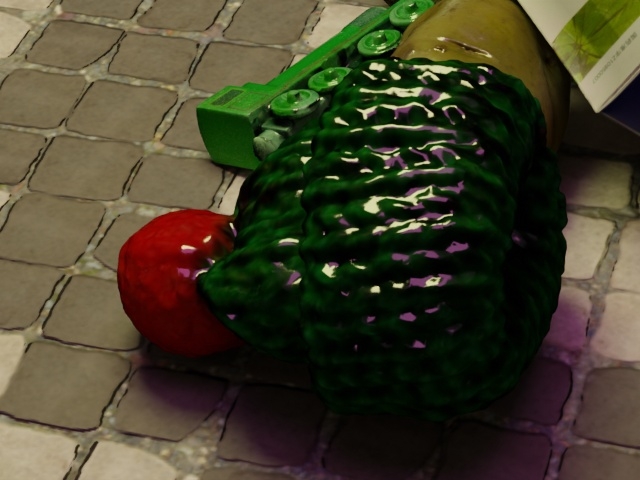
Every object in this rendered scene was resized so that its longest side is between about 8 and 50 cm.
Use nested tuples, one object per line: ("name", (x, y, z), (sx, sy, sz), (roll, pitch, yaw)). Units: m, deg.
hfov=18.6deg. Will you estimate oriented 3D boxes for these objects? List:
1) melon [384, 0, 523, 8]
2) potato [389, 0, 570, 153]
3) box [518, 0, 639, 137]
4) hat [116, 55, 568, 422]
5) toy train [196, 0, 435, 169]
("melon", (0.123, -0.238, 1.785), (0.162, 0.099, 0.099), (20, 46, 23))
("potato", (0.130, -0.118, 1.606), (0.137, 0.154, 0.200), (-4, 30, 20))
("box", (0.264, -0.191, 1.632), (0.200, 0.106, 0.299), (25, 25, -38))
("hat", (0.000, 0.000, 1.435), (0.332, 0.242, 0.274), (-3, 26, 20))
("toy train", (0.011, -0.137, 1.698), (0.119, 0.085, 0.251), (11, 37, 39))
